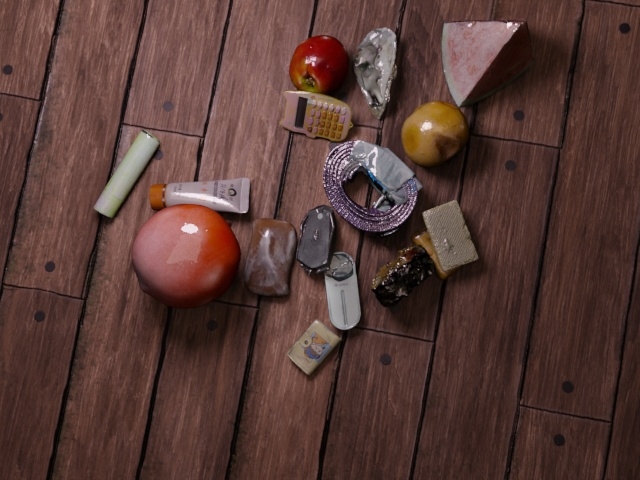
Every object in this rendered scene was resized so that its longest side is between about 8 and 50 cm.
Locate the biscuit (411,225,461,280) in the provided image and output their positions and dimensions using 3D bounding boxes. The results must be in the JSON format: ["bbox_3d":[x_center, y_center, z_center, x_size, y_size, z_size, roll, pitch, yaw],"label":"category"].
[{"bbox_3d":[0.403,0.015,1.711,0.174,0.039,0.183,-30,86,-1],"label":"biscuit"}]

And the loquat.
[{"bbox_3d":[0.354,-0.323,1.654,0.213,0.213,0.213,0,87,3],"label":"loquat"}]

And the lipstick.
[{"bbox_3d":[-0.629,-0.218,1.756,0.076,0.076,0.304,31,88,4],"label":"lipstick"}]

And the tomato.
[{"bbox_3d":[-0.404,0.047,1.611,0.322,0.321,0.321,0,87,3],"label":"tomato"}]

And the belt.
[{"bbox_3d":[0.154,-0.169,1.695,0.260,0.122,0.325,-44,83,7],"label":"belt"}]

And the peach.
[{"bbox_3d":[0.001,-0.559,1.698,0.197,0.197,0.197,0,87,3],"label":"peach"}]

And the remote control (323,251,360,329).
[{"bbox_3d":[0.068,0.159,1.710,0.104,0.052,0.247,-6,86,1],"label":"remote control"}]

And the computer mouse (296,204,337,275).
[{"bbox_3d":[-0.001,0.000,1.705,0.126,0.071,0.231,4,83,31],"label":"computer mouse"}]

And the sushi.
[{"bbox_3d":[0.247,0.106,1.667,0.212,0.147,0.115,-39,91,-10],"label":"sushi"}]

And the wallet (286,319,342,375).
[{"bbox_3d":[-0.022,0.338,1.711,0.110,0.039,0.155,41,88,3],"label":"wallet"}]

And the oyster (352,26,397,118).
[{"bbox_3d":[0.192,-0.550,1.728,0.199,0.087,0.252,-34,78,10],"label":"oyster"}]

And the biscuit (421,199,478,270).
[{"bbox_3d":[0.402,-0.015,1.674,0.121,0.040,0.199,-20,86,3],"label":"biscuit"}]

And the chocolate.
[{"bbox_3d":[-0.163,0.055,1.713,0.157,0.080,0.253,9,87,3],"label":"chocolate"}]

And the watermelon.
[{"bbox_3d":[0.533,-0.548,1.644,0.283,0.292,0.250,-8,116,1],"label":"watermelon"}]

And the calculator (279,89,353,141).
[{"bbox_3d":[-0.009,-0.397,1.717,0.237,0.033,0.157,16,130,2],"label":"calculator"}]

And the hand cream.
[{"bbox_3d":[-0.384,-0.136,1.733,0.314,0.089,0.139,-3,59,-3],"label":"hand cream"}]
